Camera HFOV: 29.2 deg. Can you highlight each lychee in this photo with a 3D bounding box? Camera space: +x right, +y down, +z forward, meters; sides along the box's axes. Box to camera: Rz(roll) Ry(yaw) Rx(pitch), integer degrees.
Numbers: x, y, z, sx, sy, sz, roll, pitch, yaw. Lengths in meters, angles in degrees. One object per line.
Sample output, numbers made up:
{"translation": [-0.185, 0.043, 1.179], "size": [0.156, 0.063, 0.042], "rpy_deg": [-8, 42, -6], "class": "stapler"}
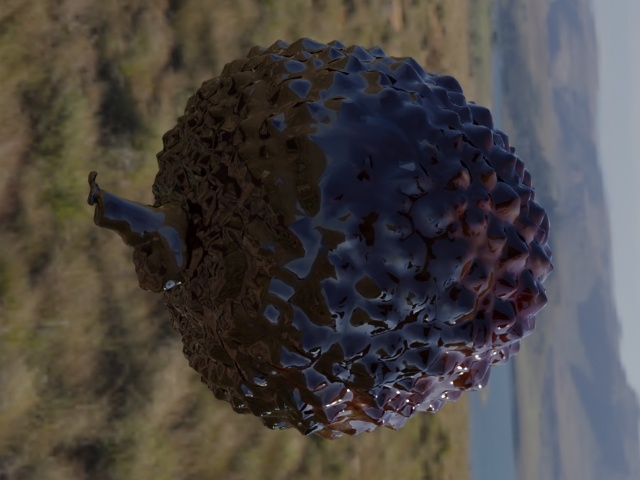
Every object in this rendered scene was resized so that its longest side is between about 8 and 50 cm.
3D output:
{"translation": [0.000, 0.000, 0.791], "size": [0.264, 0.300, 0.264], "rpy_deg": [-175, -90, -77], "class": "lychee"}
